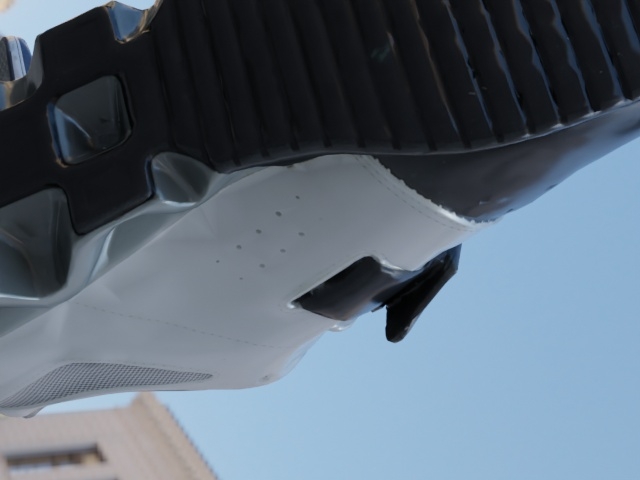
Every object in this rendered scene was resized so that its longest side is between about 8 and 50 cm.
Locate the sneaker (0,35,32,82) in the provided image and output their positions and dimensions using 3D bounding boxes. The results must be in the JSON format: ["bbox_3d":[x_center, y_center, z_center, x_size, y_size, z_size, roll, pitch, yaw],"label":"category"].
[{"bbox_3d":[-0.278,-0.135,1.584,0.086,0.163,0.226,1,-75,63],"label":"sneaker"}]

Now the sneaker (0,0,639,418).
[{"bbox_3d":[-0.007,-0.024,0.470,0.146,0.331,0.122,52,24,-54],"label":"sneaker"}]
